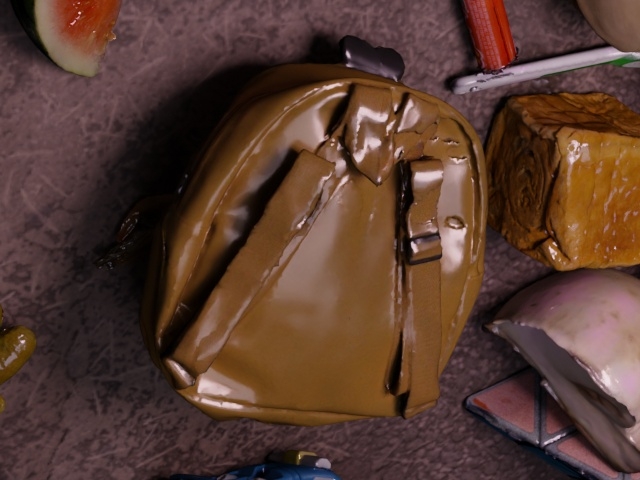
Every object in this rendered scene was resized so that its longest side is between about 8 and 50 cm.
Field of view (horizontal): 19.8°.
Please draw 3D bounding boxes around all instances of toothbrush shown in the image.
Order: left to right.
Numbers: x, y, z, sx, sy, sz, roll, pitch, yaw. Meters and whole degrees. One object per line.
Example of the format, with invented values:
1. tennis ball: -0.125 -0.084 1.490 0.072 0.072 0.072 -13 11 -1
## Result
1. toothbrush: 0.326 -0.187 1.890 0.418 0.042 0.040 -13 85 -18

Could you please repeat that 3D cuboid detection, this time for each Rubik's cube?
1. Rubik's cube: 0.343 0.221 2.092 0.233 0.228 0.229 -25 93 -55

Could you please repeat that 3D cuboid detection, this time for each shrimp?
1. shrimp: -0.175 -0.010 1.771 0.108 0.023 0.059 -25 124 -17

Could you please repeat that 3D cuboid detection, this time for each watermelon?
1. watermelon: -0.213 -0.245 1.588 0.119 0.063 0.245 -12 125 -35

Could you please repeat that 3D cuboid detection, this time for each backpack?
1. backpack: 0.004 0.003 1.750 0.353 0.201 0.378 14 111 -33

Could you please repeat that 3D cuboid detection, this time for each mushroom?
1. mushroom: 0.327 0.111 1.947 0.173 0.162 0.236 -42 89 -14

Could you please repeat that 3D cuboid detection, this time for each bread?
1. bread: 0.260 -0.064 1.876 0.143 0.149 0.158 -7 116 -24

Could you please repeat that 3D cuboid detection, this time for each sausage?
1. sausage: 0.156 -0.231 1.776 0.050 0.048 0.145 -42 133 -27

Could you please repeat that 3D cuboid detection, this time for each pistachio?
1. pistachio: 0.290 -0.277 1.757 0.131 0.129 0.206 -17 128 3

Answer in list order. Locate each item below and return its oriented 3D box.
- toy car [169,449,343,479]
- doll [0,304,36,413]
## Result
1. toy car: -0.022 0.309 1.961 0.314 0.198 0.166 11 83 -33
2. doll: -0.363 0.147 1.737 0.209 0.097 0.137 -48 122 2
